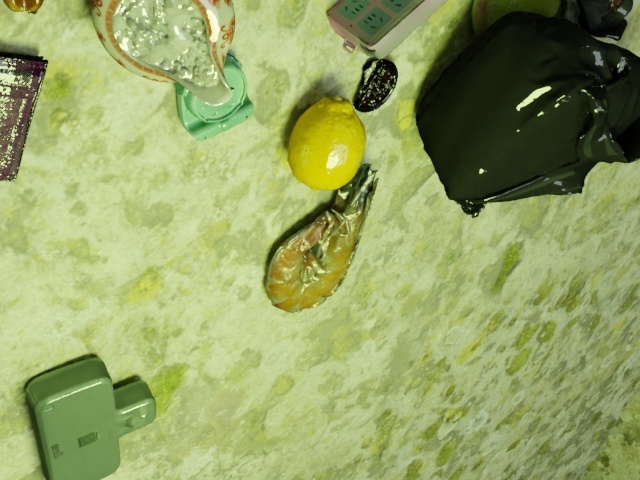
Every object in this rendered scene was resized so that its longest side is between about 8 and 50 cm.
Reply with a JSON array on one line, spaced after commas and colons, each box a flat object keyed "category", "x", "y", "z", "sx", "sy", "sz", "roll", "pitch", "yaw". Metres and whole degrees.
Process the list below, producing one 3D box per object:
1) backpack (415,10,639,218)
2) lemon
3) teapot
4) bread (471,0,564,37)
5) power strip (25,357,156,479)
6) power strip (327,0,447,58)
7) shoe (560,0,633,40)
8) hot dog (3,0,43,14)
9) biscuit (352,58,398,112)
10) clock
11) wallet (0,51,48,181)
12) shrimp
[{"category": "backpack", "x": 0.393, "y": -0.208, "z": 1.530, "sx": 0.446, "sy": 0.255, "sz": 0.363, "roll": -10, "pitch": 153, "yaw": -42}, {"category": "lemon", "x": 0.011, "y": -0.144, "z": 1.351, "sx": 0.114, "sy": 0.114, "sz": 0.155, "roll": -7, "pitch": 127, "yaw": -41}, {"category": "teapot", "x": -0.187, "y": -0.264, "z": 1.029, "sx": 0.159, "sy": 0.116, "sz": 0.245, "roll": -28, "pitch": 131, "yaw": 37}, {"category": "bread", "x": 0.337, "y": -0.408, "z": 1.477, "sx": 0.228, "sy": 0.033, "sz": 0.228, "roll": -27, "pitch": 142, "yaw": -23}, {"category": "power strip", "x": -0.362, "y": 0.291, "z": 1.461, "sx": 0.194, "sy": 0.059, "sz": 0.265, "roll": -19, "pitch": 138, "yaw": -26}, {"category": "power strip", "x": 0.135, "y": -0.362, "z": 1.256, "sx": 0.279, "sy": 0.109, "sz": 0.037, "roll": -42, "pitch": 143, "yaw": -4}, {"category": "shoe", "x": 0.467, "y": -0.404, "z": 1.499, "sx": 0.099, "sy": 0.112, "sz": 0.227, "roll": -61, "pitch": 168, "yaw": -7}, {"category": "hot dog", "x": -0.315, "y": -0.295, "z": 0.944, "sx": 0.049, "sy": 0.037, "sz": 0.122, "roll": -9, "pitch": 127, "yaw": -24}, {"category": "biscuit", "x": 0.083, "y": -0.239, "z": 1.399, "sx": 0.089, "sy": 0.027, "sz": 0.087, "roll": -39, "pitch": 145, "yaw": -8}, {"category": "clock", "x": -0.143, "y": -0.203, "z": 1.198, "sx": 0.101, "sy": 0.041, "sz": 0.135, "roll": -30, "pitch": 142, "yaw": -19}, {"category": "wallet", "x": -0.382, "y": -0.140, "z": 1.032, "sx": 0.111, "sy": 0.030, "sz": 0.166, "roll": -4, "pitch": 129, "yaw": -44}, {"category": "shrimp", "x": 0.000, "y": 0.000, "z": 1.531, "sx": 0.164, "sy": 0.062, "sz": 0.317, "roll": -2, "pitch": 129, "yaw": -40}]
